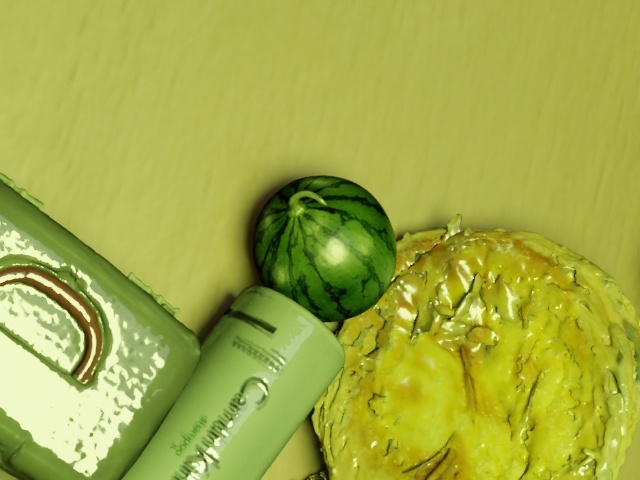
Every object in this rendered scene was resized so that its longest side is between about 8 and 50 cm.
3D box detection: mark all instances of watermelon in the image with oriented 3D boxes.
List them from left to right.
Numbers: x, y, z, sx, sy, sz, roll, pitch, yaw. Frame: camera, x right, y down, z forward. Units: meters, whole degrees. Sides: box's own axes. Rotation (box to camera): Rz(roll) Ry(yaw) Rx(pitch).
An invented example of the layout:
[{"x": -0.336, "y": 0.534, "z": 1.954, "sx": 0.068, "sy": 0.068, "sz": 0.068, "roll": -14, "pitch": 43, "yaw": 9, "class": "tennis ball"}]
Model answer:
[{"x": 0.000, "y": 0.003, "z": 1.295, "sx": 0.109, "sy": 0.109, "sz": 0.109, "roll": 1, "pitch": 87, "yaw": -22, "class": "watermelon"}]

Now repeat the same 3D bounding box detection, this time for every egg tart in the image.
[{"x": 0.111, "y": 0.110, "z": 1.321, "sx": 0.232, "sy": 0.098, "sz": 0.252, "roll": -11, "pitch": 65, "yaw": 0, "class": "egg tart"}]

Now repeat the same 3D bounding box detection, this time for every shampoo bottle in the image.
[{"x": -0.090, "y": 0.153, "z": 1.245, "sx": 0.085, "sy": 0.085, "sz": 0.262, "roll": 42, "pitch": 72, "yaw": -15, "class": "shampoo bottle"}]

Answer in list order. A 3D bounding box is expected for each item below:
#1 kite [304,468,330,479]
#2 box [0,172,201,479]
[{"x": -0.046, "y": 0.242, "z": 1.313, "sx": 0.321, "sy": 0.016, "sz": 0.234, "roll": -22, "pitch": 97, "yaw": -21, "class": "kite"}, {"x": -0.191, "y": 0.058, "z": 1.200, "sx": 0.210, "sy": 0.129, "sz": 0.148, "roll": 39, "pitch": 75, "yaw": -15, "class": "box"}]
